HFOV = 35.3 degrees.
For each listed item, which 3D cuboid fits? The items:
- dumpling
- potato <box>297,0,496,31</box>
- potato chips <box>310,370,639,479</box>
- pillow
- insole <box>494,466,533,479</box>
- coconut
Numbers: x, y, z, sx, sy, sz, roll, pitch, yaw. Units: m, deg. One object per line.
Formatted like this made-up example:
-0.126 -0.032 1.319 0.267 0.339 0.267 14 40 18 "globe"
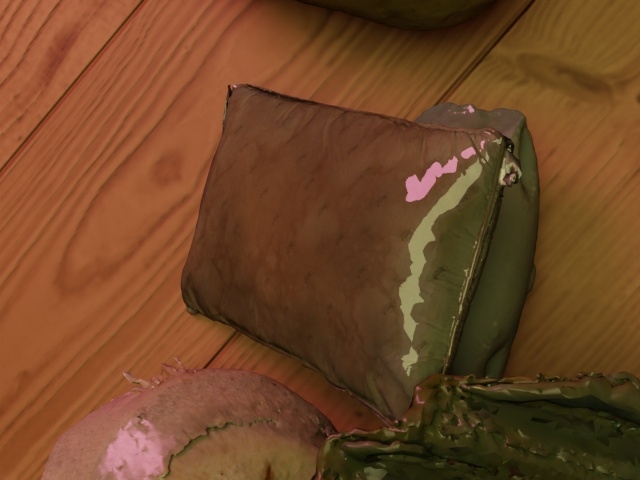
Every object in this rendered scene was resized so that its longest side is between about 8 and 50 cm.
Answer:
0.087 0.012 0.703 0.105 0.149 0.216 3 88 -22 "dumpling"
0.011 -0.262 0.711 0.307 0.173 0.210 11 88 14 "potato"
0.157 0.253 0.568 0.429 0.070 0.358 16 99 -11 "potato chips"
0.000 0.000 0.660 0.302 0.075 0.185 21 99 52 "pillow"
0.229 0.168 0.679 0.248 0.011 0.081 3 83 15 "insole"
-0.090 0.192 0.664 0.234 0.224 0.224 -4 79 58 "coconut"
